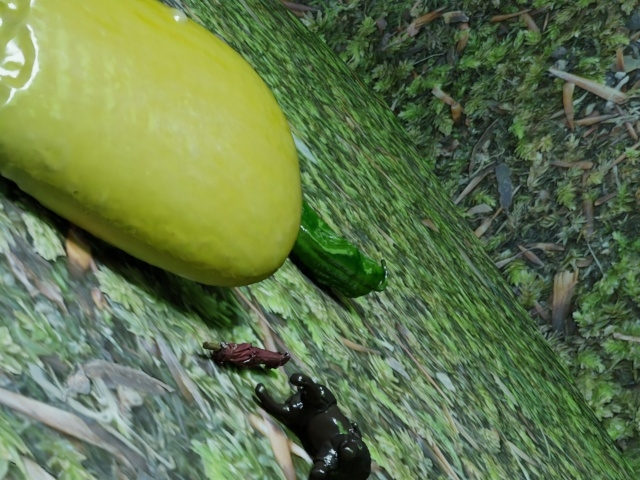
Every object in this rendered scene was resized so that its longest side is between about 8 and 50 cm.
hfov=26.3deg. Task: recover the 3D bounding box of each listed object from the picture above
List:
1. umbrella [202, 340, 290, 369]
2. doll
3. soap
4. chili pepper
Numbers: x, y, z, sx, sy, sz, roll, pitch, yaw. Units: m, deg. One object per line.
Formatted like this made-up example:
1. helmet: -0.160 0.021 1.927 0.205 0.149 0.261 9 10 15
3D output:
1. umbrella: -0.073 0.115 1.373 0.025 0.027 0.165 26 3 27
2. doll: 0.009 0.192 1.370 0.139 0.057 0.165 52 7 30
3. soap: -0.177 -0.119 1.357 0.427 0.115 0.306 28 43 -39
4. chili pepper: -0.004 0.002 1.868 0.257 0.074 0.100 44 13 -20
